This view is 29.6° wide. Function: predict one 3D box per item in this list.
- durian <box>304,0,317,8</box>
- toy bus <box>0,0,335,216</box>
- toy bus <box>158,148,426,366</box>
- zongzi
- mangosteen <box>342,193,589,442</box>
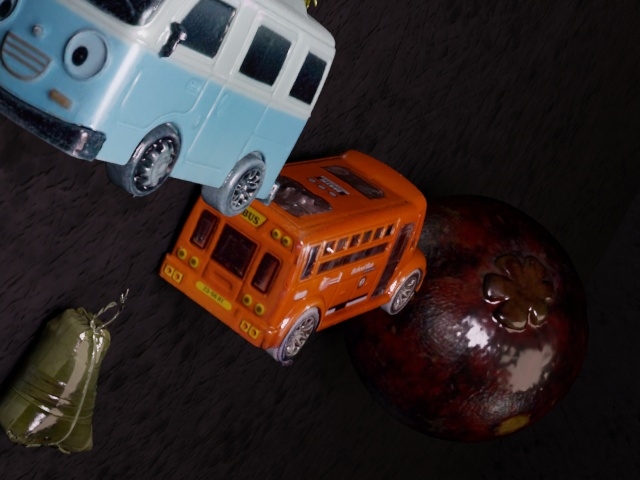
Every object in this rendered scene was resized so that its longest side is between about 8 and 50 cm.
[{"bbox_3d":[-0.017,-0.238,0.910,0.100,0.086,0.215,-53,165,-51],"label":"durian"},{"bbox_3d":[-0.102,-0.124,0.799,0.165,0.133,0.271,-59,159,8],"label":"toy bus"},{"bbox_3d":[0.000,0.000,1.188,0.329,0.143,0.153,-13,133,-59],"label":"toy bus"},{"bbox_3d":[-0.192,0.107,1.018,0.154,0.062,0.130,-57,148,-1],"label":"zongzi"},{"bbox_3d":[0.167,0.108,1.521,0.306,0.306,0.359,-45,180,-29],"label":"mangosteen"}]
